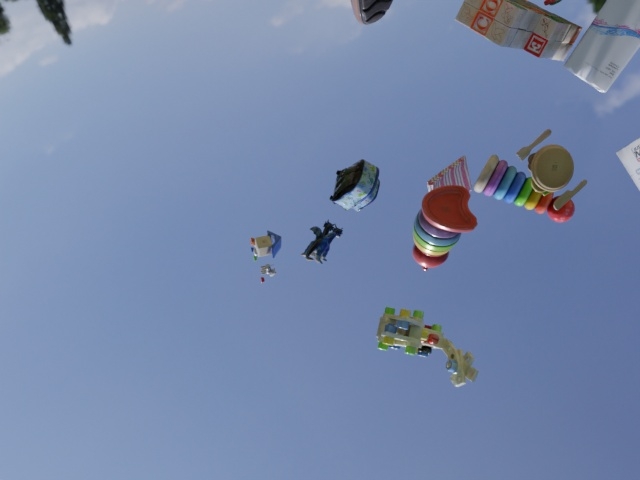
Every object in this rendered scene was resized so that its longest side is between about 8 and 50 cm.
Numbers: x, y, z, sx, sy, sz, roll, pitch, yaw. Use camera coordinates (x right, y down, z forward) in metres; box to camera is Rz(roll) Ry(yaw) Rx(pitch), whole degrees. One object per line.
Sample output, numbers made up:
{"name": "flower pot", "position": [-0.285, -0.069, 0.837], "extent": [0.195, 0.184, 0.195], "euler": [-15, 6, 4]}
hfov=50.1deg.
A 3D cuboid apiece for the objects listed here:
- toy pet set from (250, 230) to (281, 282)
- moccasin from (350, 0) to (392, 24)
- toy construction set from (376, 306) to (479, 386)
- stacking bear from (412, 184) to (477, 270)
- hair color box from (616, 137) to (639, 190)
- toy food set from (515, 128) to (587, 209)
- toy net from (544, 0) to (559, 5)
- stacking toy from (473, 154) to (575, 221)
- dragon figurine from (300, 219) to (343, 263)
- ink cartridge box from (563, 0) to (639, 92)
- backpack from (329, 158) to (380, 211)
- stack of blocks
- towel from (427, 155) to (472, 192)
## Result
{"name": "toy pet set", "position": [-0.136, 0.027, 1.773], "extent": [0.065, 0.114, 0.122], "euler": [-12, -129, -15]}
{"name": "moccasin", "position": [0.084, -0.670, 1.540], "extent": [0.139, 0.380, 0.147], "euler": [-35, -133, -14]}
{"name": "toy construction set", "position": [0.291, 0.281, 1.911], "extent": [0.215, 0.328, 0.151], "euler": [-12, -131, 62]}
{"name": "stacking bear", "position": [0.371, -0.019, 2.190], "extent": [0.164, 0.289, 0.175], "euler": [0, -126, -7]}
{"name": "hair color box", "position": [0.958, -0.125, 1.780], "extent": [0.114, 0.374, 0.185], "euler": [-25, 171, -19]}
{"name": "toy food set", "position": [0.603, -0.188, 1.802], "extent": [0.132, 0.192, 0.038], "euler": [-39, -169, -5]}
{"name": "toy net", "position": [0.527, -0.552, 1.458], "extent": [0.122, 0.045, 0.232], "euler": [-22, -175, 24]}
{"name": "stacking toy", "position": [0.688, -0.156, 2.290], "extent": [0.330, 0.141, 0.141], "euler": [29, -135, 9]}
{"name": "dragon figurine", "position": [0.000, 0.000, 2.418], "extent": [0.085, 0.144, 0.289], "euler": [22, -172, 16]}
{"name": "ink cartridge box", "position": [0.684, -0.496, 1.532], "extent": [0.117, 0.278, 0.201], "euler": [35, -142, 10]}
{"name": "backpack", "position": [0.091, -0.130, 1.603], "extent": [0.114, 0.084, 0.105], "euler": [-32, -143, 52]}
{"name": "stack of blocks", "position": [0.458, -0.493, 1.564], "extent": [0.171, 0.087, 0.297], "euler": [39, -149, 26]}
{"name": "towel", "position": [0.459, -0.190, 2.406], "extent": [0.197, 0.144, 0.029], "euler": [-36, -144, -22]}
